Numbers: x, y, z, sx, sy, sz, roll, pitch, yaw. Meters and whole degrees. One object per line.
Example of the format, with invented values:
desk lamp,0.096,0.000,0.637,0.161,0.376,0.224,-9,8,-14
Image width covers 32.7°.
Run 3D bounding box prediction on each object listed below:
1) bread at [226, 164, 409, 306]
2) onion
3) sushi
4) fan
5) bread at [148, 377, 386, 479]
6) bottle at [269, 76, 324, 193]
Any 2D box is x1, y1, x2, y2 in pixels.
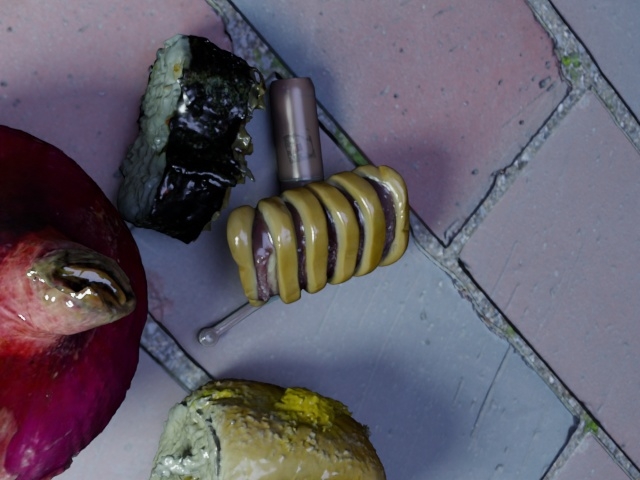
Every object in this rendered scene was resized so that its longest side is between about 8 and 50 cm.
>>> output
bread,0.000,0.000,1.212,0.225,0.081,0.134,-22,129,-27
onion,-0.281,0.055,0.940,0.348,0.385,0.347,9,76,-40
sushi,-0.128,-0.106,1.143,0.115,0.147,0.212,17,81,-27
fan,-0.026,0.045,1.273,0.282,0.023,0.057,-36,111,-22
bread,-0.060,0.237,1.168,0.246,0.195,0.176,11,91,-28
bottle,-0.026,-0.115,1.247,0.053,0.053,0.140,-9,97,-27
